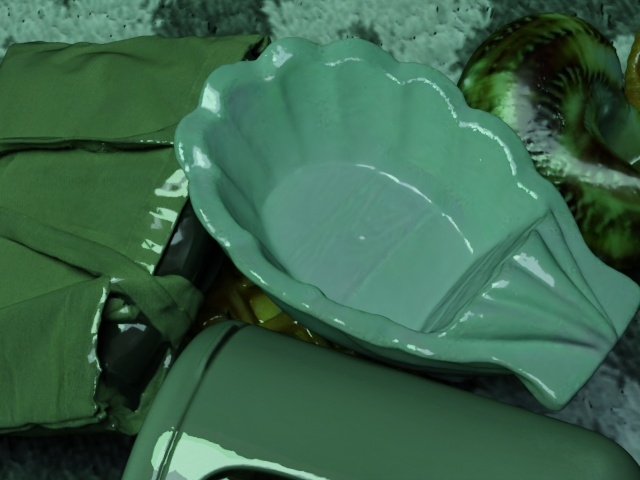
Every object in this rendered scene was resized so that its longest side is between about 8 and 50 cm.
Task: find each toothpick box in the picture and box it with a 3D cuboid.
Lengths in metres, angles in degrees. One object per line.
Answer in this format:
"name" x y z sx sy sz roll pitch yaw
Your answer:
"toothpick box" 0.058 0.178 0.792 0.317 0.229 0.229 15 68 11

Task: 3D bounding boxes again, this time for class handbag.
"handbag" -0.173 -0.008 0.916 0.253 0.109 0.315 3 62 36

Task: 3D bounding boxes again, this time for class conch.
"conch" 0.169 -0.063 0.932 0.187 0.124 0.181 28 42 -26

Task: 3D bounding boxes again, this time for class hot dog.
"hot dog" 0.248 -0.134 1.002 0.044 0.028 0.137 18 70 21

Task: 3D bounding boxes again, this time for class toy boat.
"toy boat" 0.046 -0.002 0.833 0.290 0.100 0.199 35 61 15

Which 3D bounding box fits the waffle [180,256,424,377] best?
"waffle" 0.000 0.000 0.959 0.243 0.058 0.237 13 65 9
